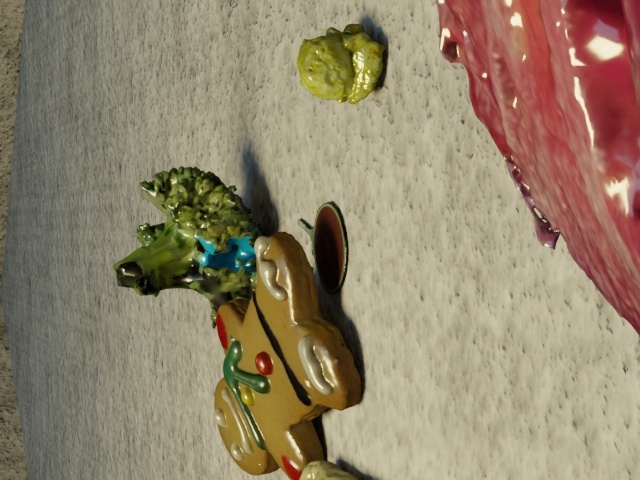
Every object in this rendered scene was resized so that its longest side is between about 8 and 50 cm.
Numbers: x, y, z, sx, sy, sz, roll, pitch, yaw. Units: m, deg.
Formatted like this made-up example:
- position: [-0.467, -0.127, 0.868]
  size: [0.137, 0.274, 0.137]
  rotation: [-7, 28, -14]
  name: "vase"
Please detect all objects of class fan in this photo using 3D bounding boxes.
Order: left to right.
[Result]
- position: [0.000, 0.000, 1.299]
  size: [0.133, 0.005, 0.085]
  rotation: [-139, 49, -63]
  name: "fan"

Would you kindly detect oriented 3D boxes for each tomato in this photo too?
- position: [0.157, -0.121, 0.608]
  size: [0.335, 0.176, 0.290]
  rotation: [-124, 16, -56]
  name: "tomato"

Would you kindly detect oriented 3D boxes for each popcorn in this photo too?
- position: [0.017, -0.142, 1.157]
  size: [0.083, 0.068, 0.059]
  rotation: [0, 121, 35]
  name: "popcorn"

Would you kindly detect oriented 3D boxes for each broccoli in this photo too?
- position: [-0.131, 0.013, 1.444]
  size: [0.154, 0.160, 0.167]
  rotation: [13, 124, 52]
  name: "broccoli"

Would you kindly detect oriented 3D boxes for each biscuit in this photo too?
- position: [-0.049, 0.136, 1.338]
  size: [0.197, 0.049, 0.301]
  rotation: [65, 152, 22]
  name: "biscuit"

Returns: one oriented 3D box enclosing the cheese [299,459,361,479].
- position: [0.026, 0.234, 1.200]
  size: [0.194, 0.043, 0.065]
  rotation: [-163, 70, -70]
  name: "cheese"
